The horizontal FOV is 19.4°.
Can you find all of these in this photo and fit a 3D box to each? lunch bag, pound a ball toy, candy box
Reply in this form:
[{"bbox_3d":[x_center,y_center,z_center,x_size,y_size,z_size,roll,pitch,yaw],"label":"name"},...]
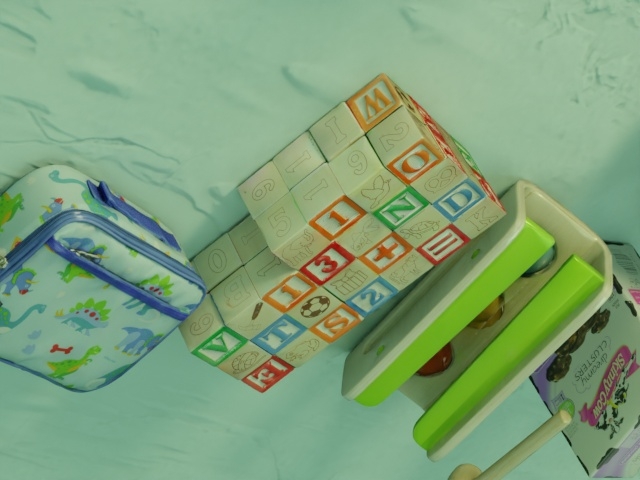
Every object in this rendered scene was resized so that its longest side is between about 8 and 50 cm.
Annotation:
[{"bbox_3d":[-0.216,0.036,1.624,0.176,0.090,0.219,-40,143,11],"label":"lunch bag"},{"bbox_3d":[0.172,0.116,1.900,0.208,0.136,0.319,36,115,-12],"label":"pound a ball toy"},{"bbox_3d":[0.306,0.126,1.974,0.070,0.196,0.165,6,131,-38],"label":"candy box"}]

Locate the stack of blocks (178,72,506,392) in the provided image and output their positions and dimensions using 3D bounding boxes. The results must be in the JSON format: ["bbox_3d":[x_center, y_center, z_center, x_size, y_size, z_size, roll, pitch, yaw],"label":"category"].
[{"bbox_3d":[0.000,0.000,1.717,0.297,0.087,0.171,-38,143,13],"label":"stack of blocks"}]
